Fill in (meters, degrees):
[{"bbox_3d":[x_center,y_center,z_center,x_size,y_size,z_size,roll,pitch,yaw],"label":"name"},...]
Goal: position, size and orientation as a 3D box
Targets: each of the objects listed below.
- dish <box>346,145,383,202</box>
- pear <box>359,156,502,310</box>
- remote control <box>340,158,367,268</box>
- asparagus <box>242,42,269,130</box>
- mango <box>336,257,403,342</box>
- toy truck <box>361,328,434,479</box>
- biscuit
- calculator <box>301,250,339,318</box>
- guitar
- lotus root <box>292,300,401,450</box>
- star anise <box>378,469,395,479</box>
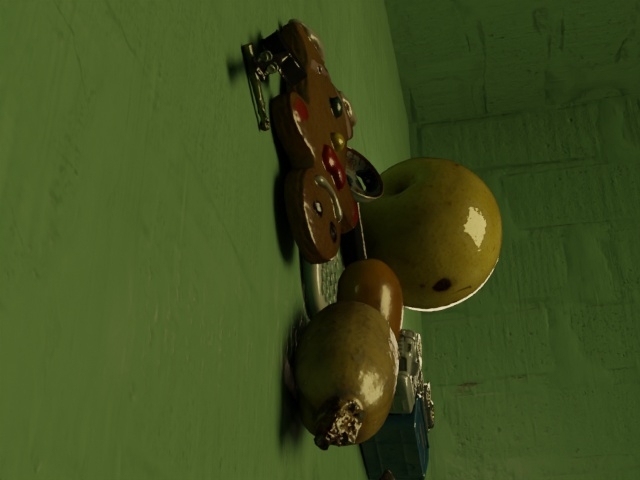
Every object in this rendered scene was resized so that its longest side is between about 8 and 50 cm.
[{"bbox_3d":[0.045,-0.112,1.951,0.141,0.078,0.141,28,35,-22],"label":"dish"},{"bbox_3d":[0.231,-0.014,2.197,0.348,0.348,0.349,-6,90,-81],"label":"pear"},{"bbox_3d":[0.057,-0.046,2.043,0.025,0.063,0.245,-18,105,-36],"label":"remote control"},{"bbox_3d":[-0.087,-0.207,1.377,0.018,0.015,0.127,-79,161,-61],"label":"asparagus"},{"bbox_3d":[0.091,0.144,1.892,0.151,0.120,0.221,5,83,-59],"label":"mango"},{"bbox_3d":[0.149,0.345,2.049,0.175,0.146,0.367,-80,161,-48],"label":"toy truck"},{"bbox_3d":[0.007,-0.139,1.596,0.432,0.064,0.283,-87,155,-45],"label":"biscuit"},{"bbox_3d":[0.000,0.000,1.696,0.184,0.042,0.295,67,21,-60],"label":"calculator"},{"bbox_3d":[-0.060,-0.247,1.378,0.084,0.038,0.271,55,10,-7],"label":"guitar"},{"bbox_3d":[0.040,0.197,1.454,0.343,0.151,0.169,-76,157,-73],"label":"lotus root"},{"bbox_3d":[0.092,0.484,1.440,0.315,0.108,0.315,-51,-152,43],"label":"star anise"}]
